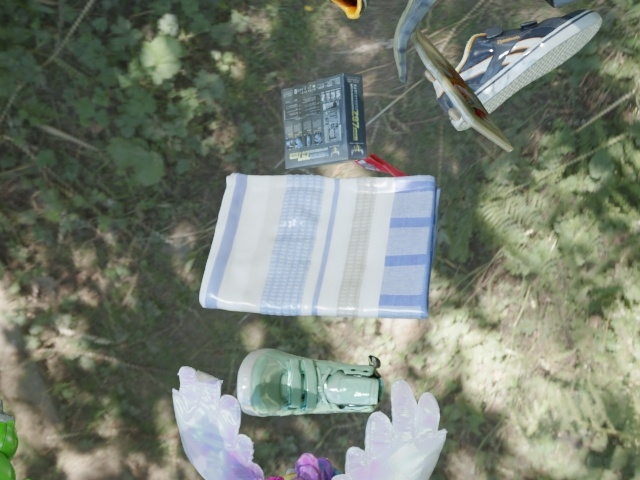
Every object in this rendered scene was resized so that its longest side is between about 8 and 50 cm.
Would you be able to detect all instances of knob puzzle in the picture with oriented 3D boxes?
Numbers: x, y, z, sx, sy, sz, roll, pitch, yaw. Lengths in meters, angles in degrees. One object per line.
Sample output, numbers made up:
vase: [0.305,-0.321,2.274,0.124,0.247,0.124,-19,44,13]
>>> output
knob puzzle: [0.174,-0.207,1.156,0.030,0.213,0.213,-38,89,20]

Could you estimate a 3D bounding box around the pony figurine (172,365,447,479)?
pony figurine: [-0.037,0.329,0.941,0.303,0.363,0.351,10,131,4]

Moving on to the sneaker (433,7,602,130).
sneaker: [0.350,-0.345,1.564,0.321,0.126,0.127,-34,74,9]

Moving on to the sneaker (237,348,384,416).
sneaker: [-0.003,0.200,1.207,0.151,0.256,0.094,-4,81,28]

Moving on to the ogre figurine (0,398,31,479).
ogre figurine: [-0.243,0.199,0.582,0.097,0.197,0.118,28,121,-10]

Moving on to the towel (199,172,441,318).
towel: [0.000,0.000,1.060,0.285,0.209,0.034,2,146,13]

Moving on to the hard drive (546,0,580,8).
hard drive: [0.248,-0.235,0.717,0.135,0.094,0.022,-18,117,8]

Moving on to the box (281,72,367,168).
box: [0.004,-0.256,1.869,0.233,0.059,0.183,-3,90,53]

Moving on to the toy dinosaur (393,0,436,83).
toy dinosaur: [0.133,-0.344,1.080,0.118,0.064,0.268,48,121,26]

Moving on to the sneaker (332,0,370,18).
sneaker: [0.017,-0.486,1.541,0.215,0.083,0.084,30,151,-31]

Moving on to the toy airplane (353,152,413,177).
toy airplane: [0.125,-0.103,1.373,0.151,0.151,0.028,31,103,11]
